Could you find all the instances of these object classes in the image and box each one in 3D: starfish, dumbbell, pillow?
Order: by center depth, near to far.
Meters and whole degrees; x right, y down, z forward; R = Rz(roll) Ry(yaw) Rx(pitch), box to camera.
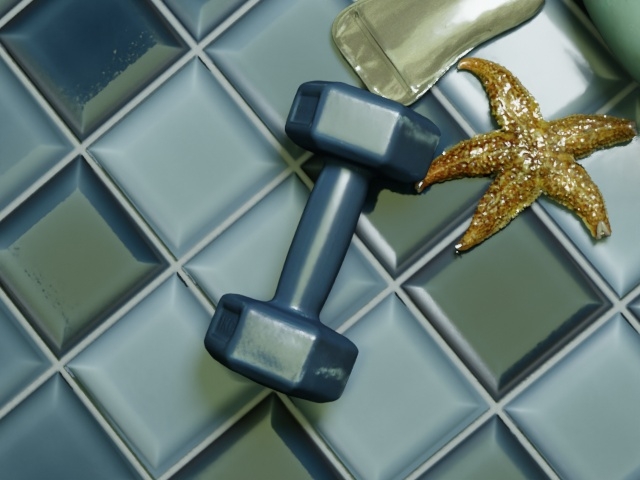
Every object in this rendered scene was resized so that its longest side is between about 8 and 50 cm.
[{"bbox_3d":[0.000,0.000,1.508,0.144,0.156,0.316,20,88,37],"label":"dumbbell"},{"bbox_3d":[0.210,-0.090,1.542,0.227,0.043,0.240,-32,78,2],"label":"starfish"},{"bbox_3d":[0.124,-0.242,1.565,0.217,0.033,0.130,-37,78,2],"label":"pillow"}]

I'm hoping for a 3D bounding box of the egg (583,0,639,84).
[{"bbox_3d":[0.410,-0.241,1.408,0.389,0.276,0.276,41,91,18],"label":"egg"}]
